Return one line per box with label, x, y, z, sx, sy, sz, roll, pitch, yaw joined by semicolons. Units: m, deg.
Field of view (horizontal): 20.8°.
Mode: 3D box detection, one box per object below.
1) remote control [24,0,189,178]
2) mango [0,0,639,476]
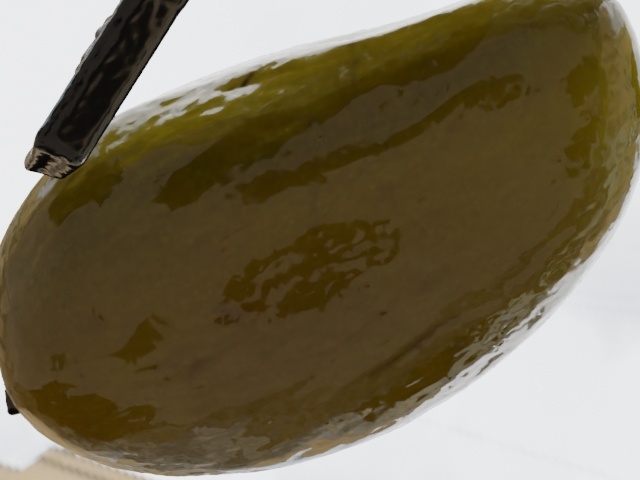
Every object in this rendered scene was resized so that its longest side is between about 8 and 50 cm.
remote control;-0.044;-0.129;0.680;0.025;0.245;0.063;33;-12;-12
mango;0.000;0.007;0.812;0.332;0.142;0.195;-18;-58;7
